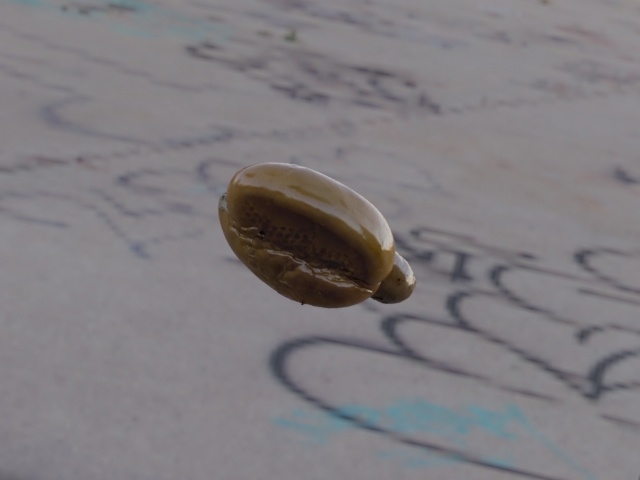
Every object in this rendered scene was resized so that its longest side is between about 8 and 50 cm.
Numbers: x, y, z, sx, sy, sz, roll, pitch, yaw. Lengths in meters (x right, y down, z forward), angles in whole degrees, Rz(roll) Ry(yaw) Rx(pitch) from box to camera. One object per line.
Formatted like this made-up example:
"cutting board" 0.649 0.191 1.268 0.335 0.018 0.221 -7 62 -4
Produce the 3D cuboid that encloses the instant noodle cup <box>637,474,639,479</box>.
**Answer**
"instant noodle cup" 0.340 0.057 0.938 0.339 0.266 0.340 14 -15 4

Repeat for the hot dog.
"hot dog" 0.001 -0.002 1.163 0.140 0.090 0.060 27 36 -1
